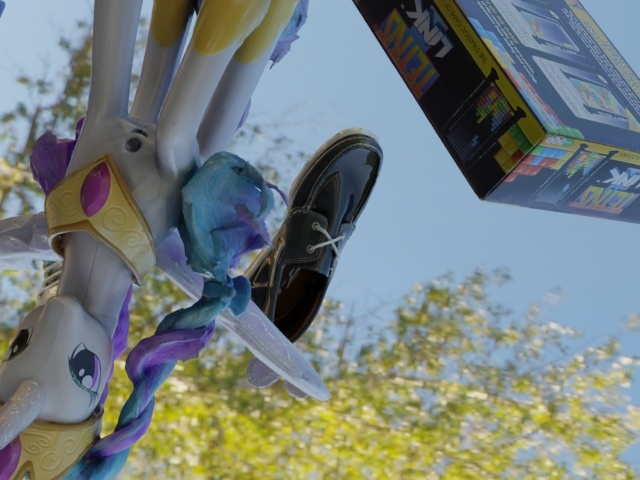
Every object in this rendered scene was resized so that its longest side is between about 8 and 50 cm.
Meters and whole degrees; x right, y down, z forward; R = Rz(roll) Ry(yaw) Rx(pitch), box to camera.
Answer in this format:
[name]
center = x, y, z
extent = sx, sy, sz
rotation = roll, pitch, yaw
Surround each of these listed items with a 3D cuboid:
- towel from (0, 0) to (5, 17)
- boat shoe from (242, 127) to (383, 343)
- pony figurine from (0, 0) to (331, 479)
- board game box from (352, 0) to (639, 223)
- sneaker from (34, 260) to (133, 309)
[towel]
center = -0.400, -0.137, 0.899
extent = 0.040, 0.336, 0.243
rotation = 43, -83, 18
[boat shoe]
center = 0.000, 0.000, 1.178
extent = 0.233, 0.084, 0.079
rotation = -60, -146, 21
[pony figurine]
center = -0.115, -0.023, 0.770
extent = 0.351, 0.303, 0.363
rotation = 42, 65, -87
[board game box]
center = 0.095, -0.089, 0.602
extent = 0.048, 0.141, 0.170
rotation = -48, -126, 30
[sneaker]
center = -0.256, 0.038, 1.222
extent = 0.080, 0.212, 0.094
rotation = -22, -79, 10
